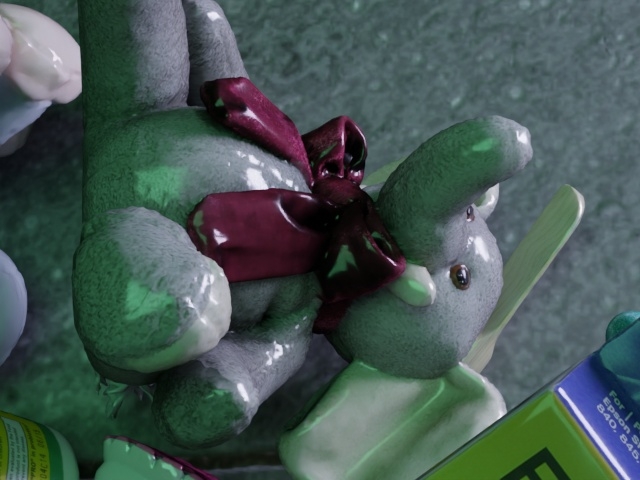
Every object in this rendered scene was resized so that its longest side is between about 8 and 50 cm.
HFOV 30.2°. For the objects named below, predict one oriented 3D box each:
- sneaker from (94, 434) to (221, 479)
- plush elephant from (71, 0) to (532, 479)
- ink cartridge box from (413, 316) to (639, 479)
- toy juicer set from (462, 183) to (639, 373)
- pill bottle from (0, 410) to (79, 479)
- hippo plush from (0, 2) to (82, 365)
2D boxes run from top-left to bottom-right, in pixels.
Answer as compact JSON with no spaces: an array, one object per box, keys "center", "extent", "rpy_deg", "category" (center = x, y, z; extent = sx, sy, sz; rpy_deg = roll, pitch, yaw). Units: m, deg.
[{"center":[-0.038,0.212,0.672],"extent":[0.252,0.103,0.111],"rpy_deg":[24,79,22],"category":"sneaker"},{"center":[0.000,0.000,0.652],"extent":[0.255,0.330,0.272],"rpy_deg":[-1,56,-9],"category":"plush elephant"},{"center":[0.145,0.222,0.533],"extent":[0.307,0.072,0.304],"rpy_deg":[-40,80,17],"category":"ink cartridge box"},{"center":[0.153,0.149,0.678],"extent":[0.209,0.089,0.329],"rpy_deg":[-38,51,11],"category":"toy juicer set"},{"center":[-0.250,0.133,0.656],"extent":[0.117,0.208,0.118],"rpy_deg":[-28,50,38],"category":"pill bottle"},{"center":[-0.289,-0.025,0.718],"extent":[0.294,0.234,0.237],"rpy_deg":[0,80,-12],"category":"hippo plush"}]
